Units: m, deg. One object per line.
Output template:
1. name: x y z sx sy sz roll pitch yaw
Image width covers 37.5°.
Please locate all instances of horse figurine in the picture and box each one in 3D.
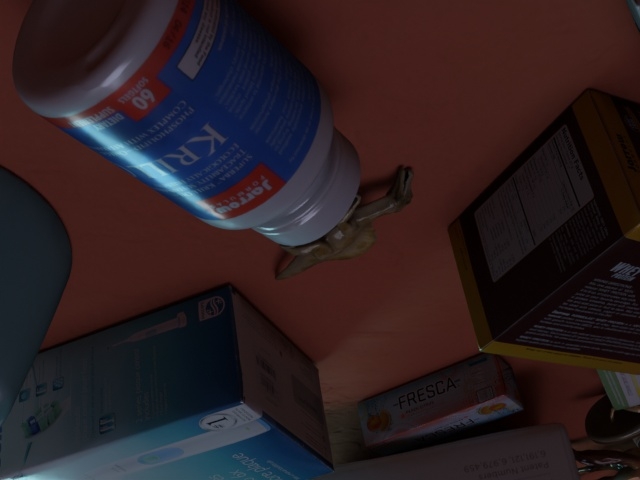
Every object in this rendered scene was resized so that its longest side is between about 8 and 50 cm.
1. horse figurine: 0.448 0.347 1.395 0.175 0.066 0.263 -21 147 25

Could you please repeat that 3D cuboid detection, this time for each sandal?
1. sandal: 0.402 0.189 1.157 0.180 0.072 0.049 -31 125 25

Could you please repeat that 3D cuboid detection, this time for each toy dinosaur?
1. toy dinosaur: 0.000 0.000 0.791 0.093 0.053 0.183 22 134 -40

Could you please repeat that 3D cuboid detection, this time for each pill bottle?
1. pill bottle: -0.069 -0.081 0.593 0.124 0.124 0.221 -28 142 24

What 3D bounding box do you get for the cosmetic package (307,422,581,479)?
1. cosmetic package: 0.175 0.466 1.152 0.328 0.393 0.329 -12 158 3

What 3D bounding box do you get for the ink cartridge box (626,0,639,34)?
1. ink cartridge box: 0.279 -0.153 0.624 0.127 0.072 0.175 -25 142 20

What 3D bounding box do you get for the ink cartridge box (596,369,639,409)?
1. ink cartridge box: 0.425 0.108 1.056 0.235 0.056 0.171 -19 144 16

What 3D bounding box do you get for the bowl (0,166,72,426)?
1. bowl: -0.351 0.075 0.715 0.312 0.163 0.311 -6 145 -4

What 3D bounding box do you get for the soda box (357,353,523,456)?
1. soda box: 0.138 0.193 1.099 0.183 0.058 0.063 -25 144 22

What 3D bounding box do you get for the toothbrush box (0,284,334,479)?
1. toothbrush box: -0.166 0.186 0.954 0.296 0.126 0.216 -18 145 14

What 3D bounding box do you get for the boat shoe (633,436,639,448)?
1. boat shoe: 0.569 0.277 1.298 0.285 0.092 0.103 -1 145 -12

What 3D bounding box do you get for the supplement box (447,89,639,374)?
1. supplement box: 0.250 0.004 0.792 0.191 0.129 0.194 11 141 -28
